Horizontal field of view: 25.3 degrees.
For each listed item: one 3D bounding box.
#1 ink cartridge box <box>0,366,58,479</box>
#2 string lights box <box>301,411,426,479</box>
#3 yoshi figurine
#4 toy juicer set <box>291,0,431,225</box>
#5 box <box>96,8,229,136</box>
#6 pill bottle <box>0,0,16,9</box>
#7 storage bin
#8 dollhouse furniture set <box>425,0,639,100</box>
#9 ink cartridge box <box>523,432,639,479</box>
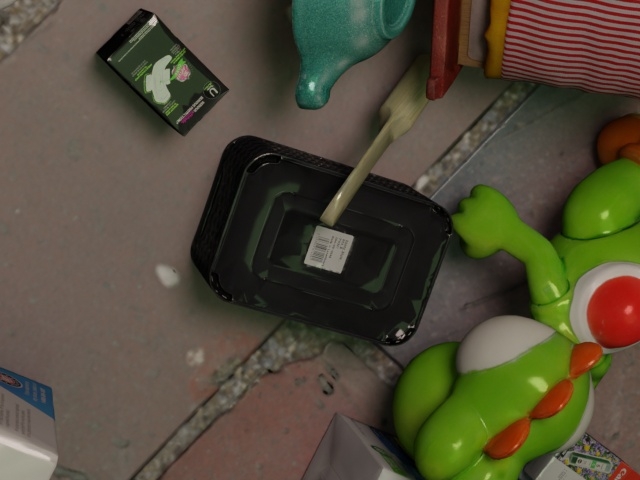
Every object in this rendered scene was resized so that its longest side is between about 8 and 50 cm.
[{"bbox_3d":[-0.350,0.162,1.007,0.270,0.198,0.197,25,93,-14],"label":"ink cartridge box"},{"bbox_3d":[0.124,0.245,1.216,0.260,0.133,0.076,25,96,-21],"label":"string lights box"},{"bbox_3d":[0.181,0.067,1.174,0.362,0.203,0.203,-46,156,-23],"label":"yoshi figurine"},{"bbox_3d":[0.037,-0.201,1.079,0.089,0.209,0.329,16,119,23],"label":"toy juicer set"},{"bbox_3d":[-0.121,-0.129,1.088,0.052,0.062,0.083,-45,110,-3],"label":"box"},{"bbox_3d":[-0.239,-0.202,0.983,0.087,0.160,0.087,-4,105,-14],"label":"pill bottle"},{"bbox_3d":[0.000,0.000,1.145,0.180,0.084,0.122,16,99,-20],"label":"storage bin"},{"bbox_3d":[0.191,-0.276,1.000,0.201,0.152,0.374,11,126,18],"label":"dollhouse furniture set"},{"bbox_3d":[0.248,0.218,1.300,0.115,0.029,0.063,37,92,-21],"label":"ink cartridge box"}]
